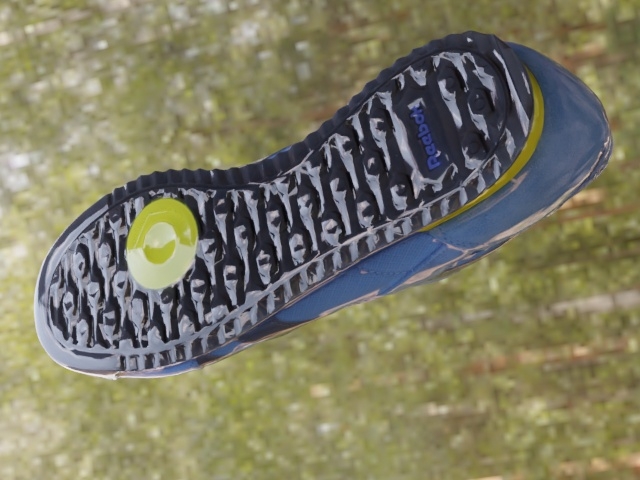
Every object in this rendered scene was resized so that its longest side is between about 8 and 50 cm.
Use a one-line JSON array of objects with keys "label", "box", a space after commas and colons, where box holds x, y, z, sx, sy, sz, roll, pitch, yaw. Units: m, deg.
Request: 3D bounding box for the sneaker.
[{"label": "sneaker", "box": [0.000, 0.000, 0.586, 0.082, 0.209, 0.069, 20, -129, -56]}]
